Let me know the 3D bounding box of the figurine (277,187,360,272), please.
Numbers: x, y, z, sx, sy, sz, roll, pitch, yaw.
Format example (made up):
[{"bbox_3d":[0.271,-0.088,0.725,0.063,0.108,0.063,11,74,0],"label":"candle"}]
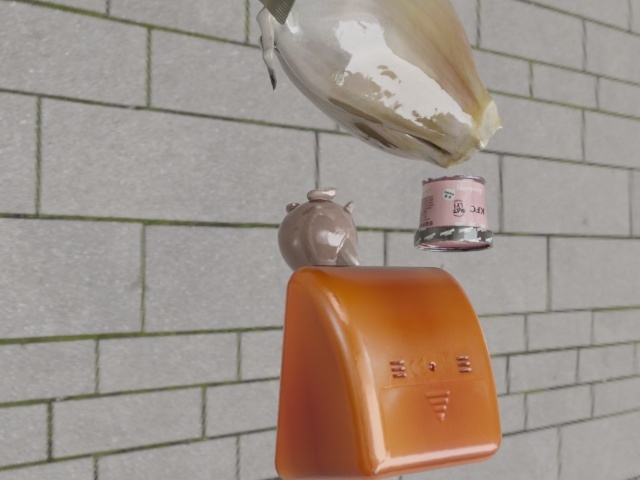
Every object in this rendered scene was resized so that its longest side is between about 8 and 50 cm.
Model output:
[{"bbox_3d":[0.000,0.000,1.335,0.125,0.125,0.138,-4,68,-41],"label":"figurine"}]

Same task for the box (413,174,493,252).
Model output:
[{"bbox_3d":[0.255,-0.052,1.769,0.151,0.151,0.135,11,76,-40],"label":"box"}]

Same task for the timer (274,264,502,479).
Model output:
[{"bbox_3d":[0.081,0.152,1.112,0.258,0.161,0.249,2,78,-38],"label":"timer"}]

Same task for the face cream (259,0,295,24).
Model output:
[{"bbox_3d":[-0.129,-0.342,0.787,0.341,0.137,0.084,47,61,3],"label":"face cream"}]

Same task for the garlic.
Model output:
[{"bbox_3d":[0.024,-0.209,1.080,0.340,0.231,0.245,11,69,-38],"label":"garlic"}]
